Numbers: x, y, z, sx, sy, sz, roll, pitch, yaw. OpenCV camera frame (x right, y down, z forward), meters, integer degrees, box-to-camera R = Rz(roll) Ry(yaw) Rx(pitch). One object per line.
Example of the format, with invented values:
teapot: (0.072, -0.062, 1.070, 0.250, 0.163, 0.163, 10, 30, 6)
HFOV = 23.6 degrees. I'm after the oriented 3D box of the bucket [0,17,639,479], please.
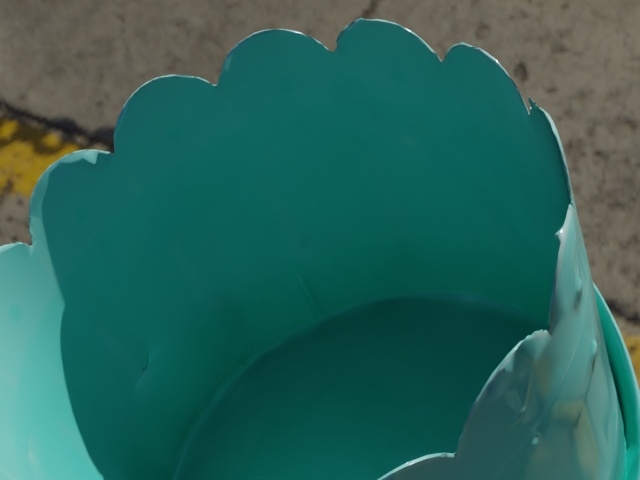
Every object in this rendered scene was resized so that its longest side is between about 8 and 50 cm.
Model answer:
bucket: (0.002, 0.062, 0.672, 0.281, 0.183, 0.281, -14, 47, 16)
